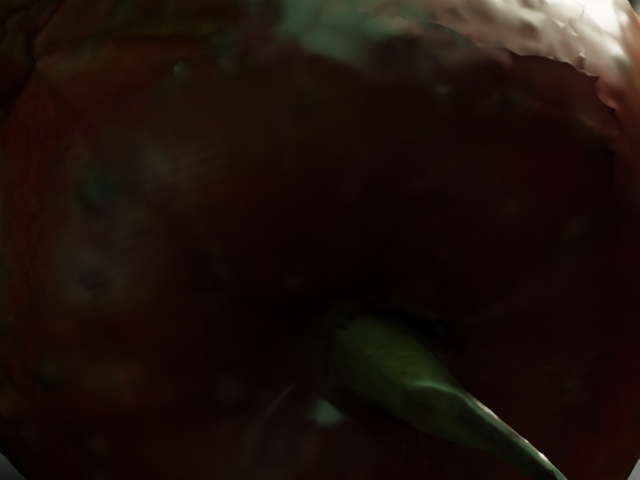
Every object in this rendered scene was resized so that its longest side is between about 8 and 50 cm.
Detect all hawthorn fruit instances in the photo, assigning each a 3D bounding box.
[{"bbox_3d":[-0.004,-0.006,0.602,0.258,0.258,0.262,15,20,20],"label":"hawthorn fruit"}]

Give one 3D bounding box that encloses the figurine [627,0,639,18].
[{"bbox_3d":[0.039,-0.084,1.060,0.211,0.253,0.361,-46,33,-21],"label":"figurine"}]
